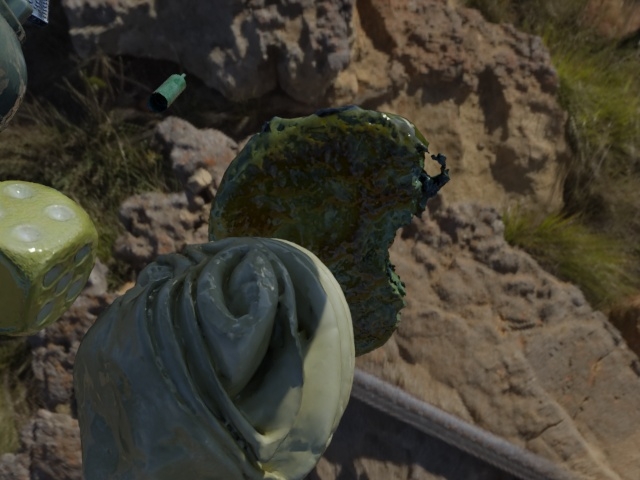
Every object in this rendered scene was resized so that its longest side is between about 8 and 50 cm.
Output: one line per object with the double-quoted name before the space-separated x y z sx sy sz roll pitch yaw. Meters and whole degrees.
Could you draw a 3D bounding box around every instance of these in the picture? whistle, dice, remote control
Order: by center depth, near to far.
"dice" -0.450 0.025 1.148 0.166 0.169 0.169 29 33 7
"remote control" -0.451 -0.398 1.224 0.027 0.043 0.153 -32 48 24
"whistle" -0.279 -0.275 1.415 0.039 0.039 0.186 -1 24 2

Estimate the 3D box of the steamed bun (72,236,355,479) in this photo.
"steamed bun" -0.076 0.122 0.772 0.289 0.203 0.276 2 73 -44

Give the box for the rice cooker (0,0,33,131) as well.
"rice cooker" -0.275 -0.054 0.265 0.264 0.317 0.317 40 73 8

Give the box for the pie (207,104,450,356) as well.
"pie" 0.000 0.000 1.002 0.296 0.371 0.078 8 29 -6
